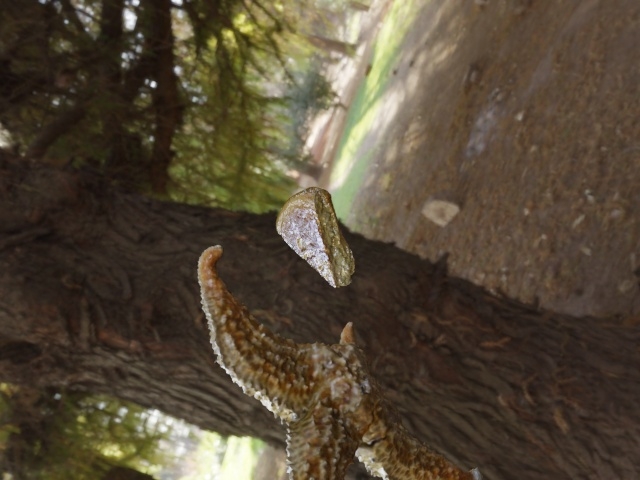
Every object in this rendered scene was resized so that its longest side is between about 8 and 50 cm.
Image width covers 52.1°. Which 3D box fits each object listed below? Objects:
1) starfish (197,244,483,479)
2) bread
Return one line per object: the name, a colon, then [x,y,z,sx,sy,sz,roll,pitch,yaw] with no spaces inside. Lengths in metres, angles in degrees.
starfish: [0.039,0.160,0.568,0.084,0.301,0.293,-39,-30,14]
bread: [-0.017,-0.014,0.940,0.054,0.136,0.154,-31,-63,-32]
